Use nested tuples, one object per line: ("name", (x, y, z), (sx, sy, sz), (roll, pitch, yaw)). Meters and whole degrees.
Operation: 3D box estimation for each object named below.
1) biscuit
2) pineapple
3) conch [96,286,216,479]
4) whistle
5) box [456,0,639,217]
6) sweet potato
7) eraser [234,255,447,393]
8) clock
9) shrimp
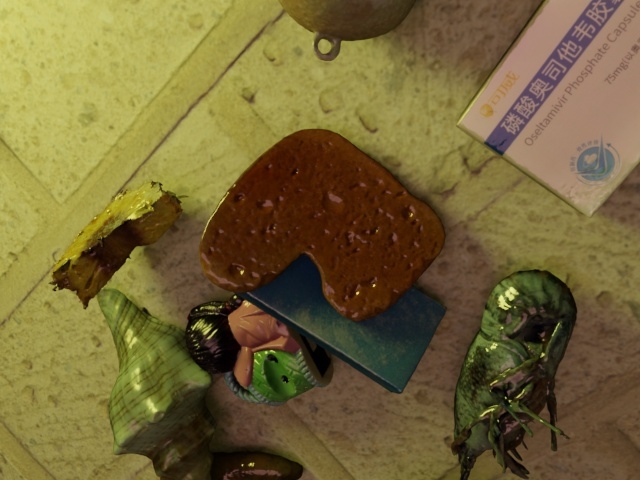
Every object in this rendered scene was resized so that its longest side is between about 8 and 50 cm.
("biscuit", (0.000, 0.000, 0.826), (0.277, 0.052, 0.262), (37, 84, 0))
("pineapple", (-0.305, -0.012, 0.941), (0.233, 0.135, 0.079), (-38, 123, 5))
("conch", (-0.266, 0.253, 0.998), (0.203, 0.169, 0.386), (-25, 101, 4))
("whistle", (0.042, -0.375, 0.701), (0.189, 0.189, 0.347), (16, 95, 13))
("box", (0.334, -0.219, 0.689), (0.200, 0.065, 0.343), (36, 115, 4))
("sweet potato", (-0.163, 0.402, 1.068), (0.273, 0.075, 0.075), (-13, 103, 17))
("eraser", (0.010, 0.072, 0.860), (0.312, 0.144, 0.042), (31, 159, 5))
("clock", (-0.100, 0.166, 0.948), (0.196, 0.100, 0.194), (-19, 103, 24))
("shrimp", (0.248, 0.220, 0.811), (0.137, 0.172, 0.372), (7, 103, 10))
